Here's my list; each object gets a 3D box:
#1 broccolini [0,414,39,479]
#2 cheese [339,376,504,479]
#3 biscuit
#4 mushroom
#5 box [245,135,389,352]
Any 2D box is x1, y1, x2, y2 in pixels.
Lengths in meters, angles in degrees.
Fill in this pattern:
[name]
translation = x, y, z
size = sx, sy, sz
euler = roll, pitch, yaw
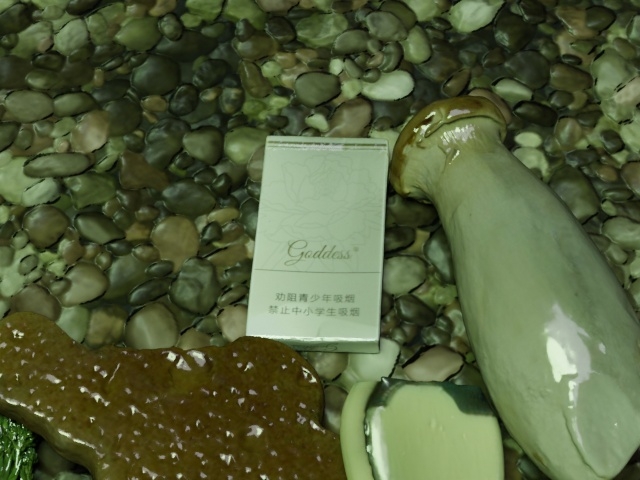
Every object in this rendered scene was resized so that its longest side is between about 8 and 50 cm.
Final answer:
[broccolini]
translation = -0.231, 0.218, 0.885
size = 0.054, 0.051, 0.239
euler = 22, 51, -36
[cheese]
translation = 0.080, 0.221, 0.844
size = 0.127, 0.054, 0.251
euler = 7, 65, -25
[biscuit]
translation = -0.105, 0.140, 0.904
size = 0.320, 0.047, 0.183
euler = 18, 51, 1
[mushroom]
translation = 0.155, 0.031, 0.929
size = 0.128, 0.128, 0.350
euler = -19, 55, -8
[box]
translation = 0.001, 0.000, 1.012
size = 0.109, 0.029, 0.198
euler = 2, 59, 5
